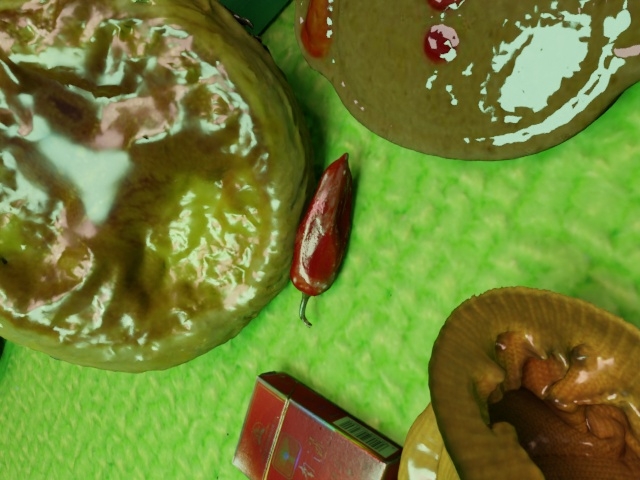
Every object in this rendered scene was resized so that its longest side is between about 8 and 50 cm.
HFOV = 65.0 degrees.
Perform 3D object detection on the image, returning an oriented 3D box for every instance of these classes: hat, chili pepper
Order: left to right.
[{"bbox_3d":[-0.001,0.000,0.529,0.050,0.059,0.191,23,103,43],"label":"chili pepper"},{"bbox_3d":[0.149,0.196,0.369,0.233,0.245,0.233,113,163,-49],"label":"hat"}]

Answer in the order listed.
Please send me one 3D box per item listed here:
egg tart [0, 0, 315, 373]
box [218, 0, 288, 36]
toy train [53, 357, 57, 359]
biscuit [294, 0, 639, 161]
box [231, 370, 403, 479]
[{"bbox_3d":[-0.225,-0.074,0.564,0.444,0.178,0.442,-1,106,-4],"label":"egg tart"},{"bbox_3d":[-0.195,-0.313,0.662,0.311,0.118,0.205,-36,68,30],"label":"box"},{"bbox_3d":[-0.369,0.029,0.770,0.194,0.120,0.298,41,110,39],"label":"toy train"},{"bbox_3d":[0.111,-0.256,0.389,0.359,0.074,0.380,16,120,32],"label":"biscuit"},{"bbox_3d":[-0.008,0.225,0.521,0.175,0.048,0.112,21,99,36],"label":"box"}]
